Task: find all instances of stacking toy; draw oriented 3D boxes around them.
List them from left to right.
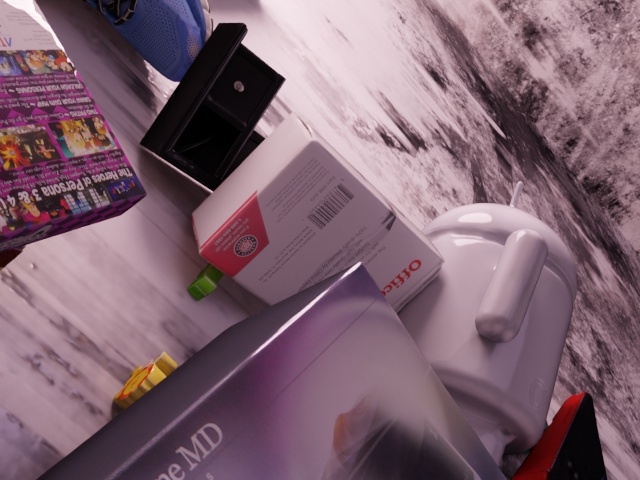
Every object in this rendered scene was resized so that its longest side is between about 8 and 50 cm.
[{"bbox_3d":[-0.072,0.124,0.661,0.167,0.052,0.221,47,31,-14],"label":"stacking toy"}]

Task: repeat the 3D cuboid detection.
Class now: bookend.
[{"bbox_3d":[-0.081,-0.121,0.774,0.157,0.156,0.072,35,-4,-32],"label":"bookend"}]

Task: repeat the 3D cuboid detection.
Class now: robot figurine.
[{"bbox_3d":[0.176,0.102,0.825,0.200,0.300,0.353,24,62,1],"label":"robot figurine"}]

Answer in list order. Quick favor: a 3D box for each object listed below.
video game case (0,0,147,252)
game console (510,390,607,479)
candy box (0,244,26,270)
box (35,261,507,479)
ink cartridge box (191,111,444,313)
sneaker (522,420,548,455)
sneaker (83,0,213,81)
[{"bbox_3d":[-0.246,-0.088,0.454,0.210,0.042,0.232,58,31,1],"label":"video game case"},{"bbox_3d":[0.300,0.399,0.798,0.342,0.060,0.386,-13,93,-57],"label":"game console"},{"bbox_3d":[-0.316,-0.130,0.522,0.183,0.087,0.316,22,45,-44],"label":"candy box"},{"bbox_3d":[-0.021,0.220,0.459,0.294,0.183,0.296,55,42,-3],"label":"box"},{"bbox_3d":[0.000,0.000,0.748,0.218,0.158,0.092,41,11,-31],"label":"ink cartridge box"},{"bbox_3d":[0.294,0.277,1.024,0.166,0.065,0.076,-10,74,-56],"label":"sneaker"},{"bbox_3d":[-0.255,-0.291,0.758,0.330,0.130,0.147,46,46,-10],"label":"sneaker"}]
